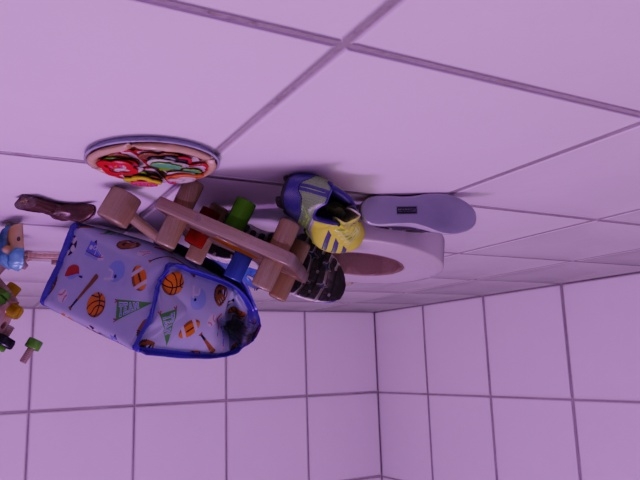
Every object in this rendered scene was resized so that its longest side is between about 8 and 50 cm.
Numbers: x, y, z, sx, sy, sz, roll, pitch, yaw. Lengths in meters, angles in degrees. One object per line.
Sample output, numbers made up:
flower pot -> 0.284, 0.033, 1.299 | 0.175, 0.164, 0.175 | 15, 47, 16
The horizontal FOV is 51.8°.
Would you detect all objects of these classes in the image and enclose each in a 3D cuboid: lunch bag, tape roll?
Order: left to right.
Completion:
lunch bag -> -0.354, 0.123, 1.496 | 0.328, 0.238, 0.385 | 20, 175, 32
tape roll -> 0.090, 0.023, 1.520 | 0.392, 0.071, 0.392 | 5, 163, 2

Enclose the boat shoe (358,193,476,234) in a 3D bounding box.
boat shoe -> 0.187, -0.048, 1.304 | 0.229, 0.080, 0.076 | 0, 175, -2

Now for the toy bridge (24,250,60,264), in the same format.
toy bridge -> -0.714, 0.049, 1.799 | 0.063, 0.026, 0.188 | -14, 164, 40

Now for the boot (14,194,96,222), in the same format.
boot -> -0.495, -0.063, 1.232 | 0.107, 0.037, 0.114 | -9, 163, 22

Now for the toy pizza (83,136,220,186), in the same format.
toy pizza -> -0.255, -0.112, 1.005 | 0.202, 0.032, 0.201 | -2, 169, 0

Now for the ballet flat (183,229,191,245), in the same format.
ballet flat -> -0.259, -0.002, 1.491 | 0.073, 0.067, 0.206 | -6, 168, 17

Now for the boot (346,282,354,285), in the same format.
boot -> 0.046, 0.110, 2.117 | 0.213, 0.077, 0.165 | -15, 164, 33

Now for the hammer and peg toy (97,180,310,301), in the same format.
hammer and peg toy -> -0.196, -0.016, 1.204 | 0.362, 0.127, 0.266 | 23, 172, 9

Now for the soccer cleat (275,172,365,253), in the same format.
soccer cleat -> 0.028, -0.035, 1.189 | 0.121, 0.093, 0.289 | 12, 167, 30

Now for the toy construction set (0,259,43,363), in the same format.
toy construction set -> -0.807, 0.110, 1.574 | 0.309, 0.237, 0.257 | 8, 151, 34

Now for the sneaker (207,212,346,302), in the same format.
sneaker -> -0.097, 0.045, 1.392 | 0.330, 0.129, 0.147 | 23, 163, 14

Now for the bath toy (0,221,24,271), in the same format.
bath toy -> -0.775, 0.006, 1.293 | 0.349, 0.129, 0.151 | 4, 134, -31
